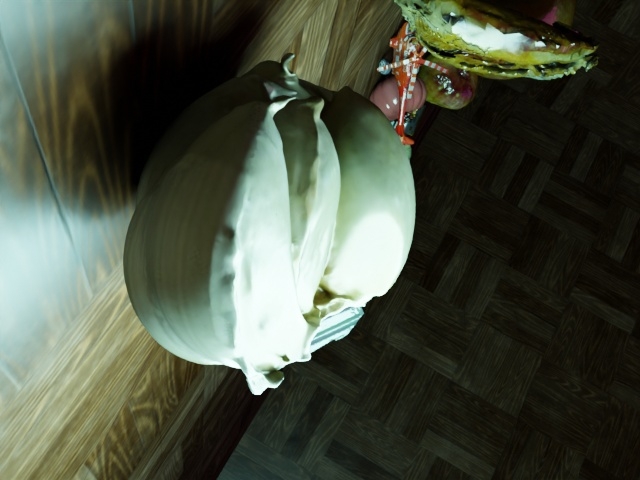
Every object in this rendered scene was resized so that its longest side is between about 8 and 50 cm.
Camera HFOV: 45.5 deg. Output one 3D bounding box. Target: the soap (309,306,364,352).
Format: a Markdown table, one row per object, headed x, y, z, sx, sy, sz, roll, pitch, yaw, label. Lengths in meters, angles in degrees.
| x | y | z | sx | sy | sz | roll | pitch | yaw | label |
| --- | --- | --- | --- | --- | --- | --- | --- | --- | --- |
| -0.018 | 0.187 | 1.830 | 0.231 | 0.145 | 0.091 | -24 | 175 | -4 | soap |

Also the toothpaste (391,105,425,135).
| x | y | z | sx | sy | sz | roll | pitch | yaw | label |
| --- | --- | --- | --- | --- | --- | --- | --- | --- | --- |
| 0.192 | -0.296 | 1.789 | 0.089 | 0.071 | 0.313 | -65 | 173 | 11 | toothpaste |

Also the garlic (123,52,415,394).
| x | y | z | sx | sy | sz | roll | pitch | yaw | label |
| --- | --- | --- | --- | --- | --- | --- | --- | --- | --- |
| -0.043 | -0.034 | 0.562 | 0.281 | 0.185 | 0.203 | -22 | 119 | -49 | garlic |

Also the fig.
| x | y | z | sx | sy | sz | roll | pitch | yaw | label |
| --- | --- | --- | --- | --- | --- | --- | --- | --- | --- |
| 0.302 | -0.409 | 1.957 | 0.159 | 0.159 | 0.257 | -60 | -166 | -4 | fig |

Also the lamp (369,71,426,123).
| x | y | z | sx | sy | sz | roll | pitch | yaw | label |
| --- | --- | --- | --- | --- | --- | --- | --- | --- | --- |
| 0.140 | -0.257 | 1.375 | 0.107 | 0.092 | 0.107 | -25 | 175 | -2 | lamp |

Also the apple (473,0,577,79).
| x | y | z | sx | sy | sz | roll | pitch | yaw | label |
| --- | --- | --- | --- | --- | --- | --- | --- | --- | --- |
| 0.328 | -0.427 | 1.371 | 0.264 | 0.264 | 0.264 | -59 | 174 | -10 | apple |

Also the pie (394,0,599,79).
| x | y | z | sx | sy | sz | roll | pitch | yaw | label |
| --- | --- | --- | --- | --- | --- | --- | --- | --- | --- |
| 0.251 | -0.294 | 1.110 | 0.308 | 0.308 | 0.085 | -31 | 137 | -78 | pie |

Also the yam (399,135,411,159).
| x | y | z | sx | sy | sz | roll | pitch | yaw | label |
| --- | --- | --- | --- | --- | --- | --- | --- | --- | --- |
| 0.138 | -0.173 | 1.710 | 0.107 | 0.107 | 0.194 | -59 | 176 | -12 | yam |

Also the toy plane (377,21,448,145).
| x | y | z | sx | sy | sz | roll | pitch | yaw | label |
| --- | --- | --- | --- | --- | --- | --- | --- | --- | --- |
| 0.149 | -0.263 | 1.274 | 0.126 | 0.194 | 0.077 | -22 | -153 | -14 | toy plane |
